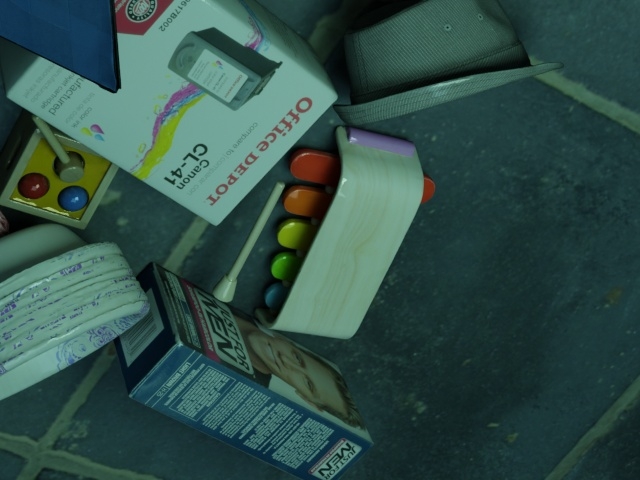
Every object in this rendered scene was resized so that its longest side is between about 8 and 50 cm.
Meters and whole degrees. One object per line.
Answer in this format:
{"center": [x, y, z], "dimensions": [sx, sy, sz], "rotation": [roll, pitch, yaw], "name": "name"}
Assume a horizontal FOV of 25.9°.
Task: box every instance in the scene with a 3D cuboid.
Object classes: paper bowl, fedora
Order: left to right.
{"center": [-0.355, 0.085, 1.623], "dimensions": [0.284, 0.284, 0.148], "rotation": [-30, 86, 5], "name": "paper bowl"}
{"center": [0.132, -0.222, 1.597], "dimensions": [0.275, 0.244, 0.124], "rotation": [-19, 98, -26], "name": "fedora"}

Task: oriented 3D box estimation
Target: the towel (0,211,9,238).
{"center": [-0.546, -0.043, 1.549], "dimensions": [0.329, 0.037, 0.237], "rotation": [-17, 132, 11], "name": "towel"}

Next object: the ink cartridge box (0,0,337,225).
{"center": [-0.168, -0.189, 1.542], "dimensions": [0.306, 0.131, 0.226], "rotation": [33, 110, -34], "name": "ink cartridge box"}

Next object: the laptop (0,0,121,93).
{"center": [-0.416, -0.328, 1.281], "dimensions": [0.408, 0.236, 0.382], "rotation": [-9, 128, -13], "name": "laptop"}

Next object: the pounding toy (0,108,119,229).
{"center": [-0.301, -0.094, 1.587], "dimensions": [0.130, 0.100, 0.141], "rotation": [18, 119, -30], "name": "pounding toy"}

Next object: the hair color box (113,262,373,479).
{"center": [-0.103, 0.181, 1.819], "dimensions": [0.347, 0.174, 0.105], "rotation": [33, 109, -35], "name": "hair color box"}

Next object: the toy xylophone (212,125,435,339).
{"center": [0.000, 0.000, 1.775], "dimensions": [0.236, 0.081, 0.322], "rotation": [18, 118, -29], "name": "toy xylophone"}
